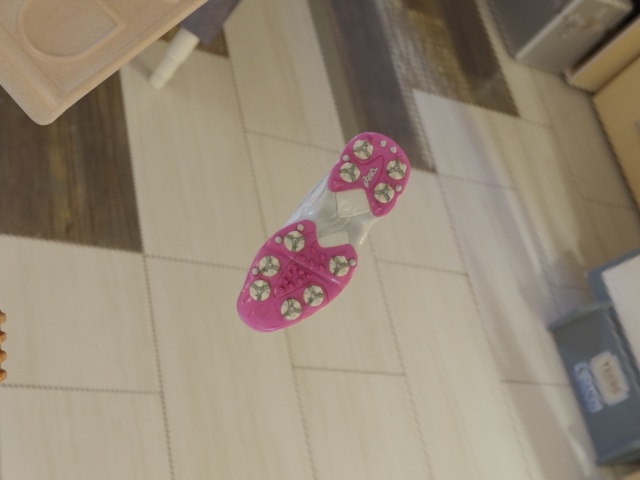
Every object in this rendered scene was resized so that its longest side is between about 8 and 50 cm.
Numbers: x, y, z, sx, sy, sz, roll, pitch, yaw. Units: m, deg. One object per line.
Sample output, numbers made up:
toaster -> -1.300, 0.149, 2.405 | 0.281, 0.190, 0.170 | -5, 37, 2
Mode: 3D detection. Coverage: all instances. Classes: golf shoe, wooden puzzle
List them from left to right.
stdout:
wooden puzzle -> -0.320, -0.361, 1.257 | 0.348, 0.080, 0.322 | -41, 83, -8
golf shoe -> 0.000, 0.000, 1.266 | 0.115, 0.140, 0.306 | 42, 73, -4

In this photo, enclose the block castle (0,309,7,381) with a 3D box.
block castle -> -0.525, 0.156, 1.207 | 0.212, 0.303, 0.454 | 0, 96, -5
